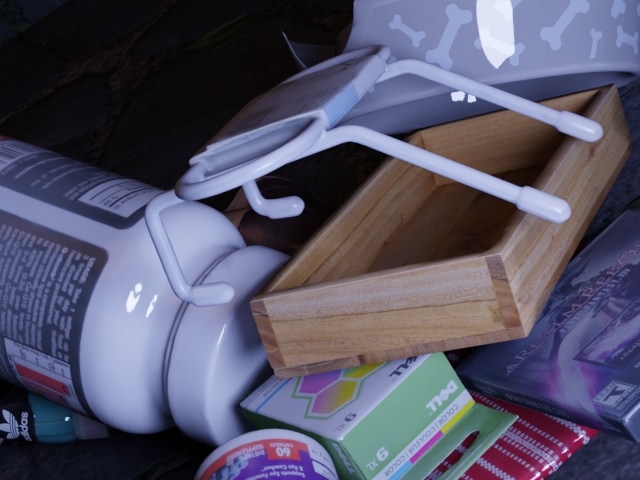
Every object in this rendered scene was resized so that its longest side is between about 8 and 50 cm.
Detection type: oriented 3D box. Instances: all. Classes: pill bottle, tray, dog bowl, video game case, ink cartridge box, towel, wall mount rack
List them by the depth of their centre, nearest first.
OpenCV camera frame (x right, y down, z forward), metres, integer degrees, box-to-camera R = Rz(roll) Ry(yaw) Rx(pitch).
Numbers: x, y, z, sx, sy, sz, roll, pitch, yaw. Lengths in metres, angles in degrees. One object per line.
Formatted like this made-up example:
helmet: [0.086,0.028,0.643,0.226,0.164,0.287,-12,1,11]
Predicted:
pill bottle: [-0.024,0.231,1.171,0.108,0.108,0.193,-29,38,8]
video game case: [0.219,0.050,1.190,0.196,0.026,0.274,-42,14,-12]
ink cartridge box: [0.039,0.128,1.281,0.109,0.062,0.209,-41,23,-21]
towel: [0.162,0.110,1.289,0.275,0.031,0.199,-39,25,-13]
wall mount rack: [0.041,-0.064,1.297,0.304,0.131,0.350,-17,15,21]
tray: [0.116,-0.016,1.397,0.202,0.076,0.411,-11,18,25]
pill bottle: [-0.191,0.047,1.491,0.362,0.210,0.210,19,51,29]
dog bowl: [0.142,-0.173,1.576,0.348,0.102,0.349,-10,-2,0]

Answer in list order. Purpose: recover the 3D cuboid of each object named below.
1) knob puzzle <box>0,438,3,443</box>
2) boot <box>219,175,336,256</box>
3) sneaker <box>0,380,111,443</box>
knob puzzle: [-0.384,0.221,1.728,0.213,0.030,0.213,-25,25,13]
boot: [0.000,0.000,1.634,0.206,0.090,0.248,9,13,23]
sneaker: [-0.271,0.098,1.693,0.121,0.108,0.302,-6,27,-4]
